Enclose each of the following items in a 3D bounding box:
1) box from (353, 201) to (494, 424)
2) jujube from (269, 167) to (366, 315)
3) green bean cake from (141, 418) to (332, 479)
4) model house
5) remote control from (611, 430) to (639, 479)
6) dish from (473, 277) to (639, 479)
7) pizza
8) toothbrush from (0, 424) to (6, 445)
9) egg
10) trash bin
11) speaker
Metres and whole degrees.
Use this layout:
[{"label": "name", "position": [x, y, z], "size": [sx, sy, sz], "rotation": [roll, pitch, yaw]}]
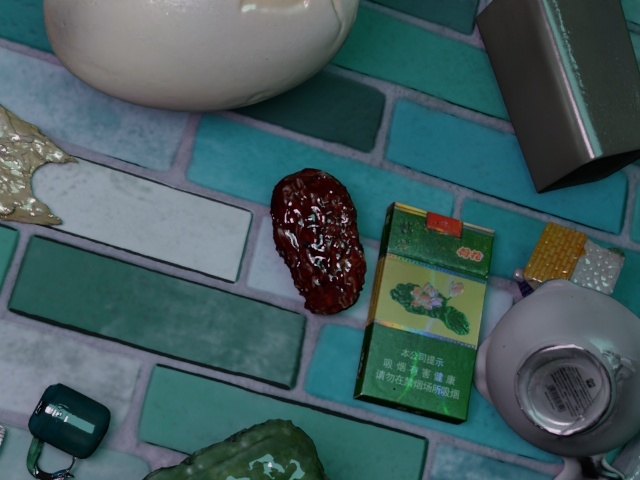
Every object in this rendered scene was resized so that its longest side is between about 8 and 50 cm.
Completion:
[{"label": "box", "position": [0.121, 0.082, 1.418], "size": [0.132, 0.034, 0.235], "rotation": [16, 70, -12]}, {"label": "jujube", "position": [0.003, -0.001, 1.376], "size": [0.104, 0.104, 0.165], "rotation": [-21, 86, -21]}, {"label": "green bean cake", "position": [-0.096, 0.360, 1.188], "size": [0.300, 0.169, 0.307], "rotation": [-24, 81, -18]}, {"label": "model house", "position": [0.283, 0.039, 1.446], "size": [0.100, 0.100, 0.087], "rotation": [28, 66, -4]}, {"label": "remote control", "position": [0.364, 0.315, 1.417], "size": [0.104, 0.052, 0.247], "rotation": [39, 70, -2]}, {"label": "dish", "position": [0.275, 0.168, 1.362], "size": [0.224, 0.078, 0.246], "rotation": [-9, 97, 20]}, {"label": "pizza", "position": [-0.385, -0.094, 1.316], "size": [0.262, 0.034, 0.181], "rotation": [30, 67, -7]}, {"label": "toothbrush", "position": [-0.366, 0.309, 1.194], "size": [0.026, 0.024, 0.288], "rotation": [23, 61, -12]}, {"label": "egg", "position": [-0.126, -0.275, 1.315], "size": [0.345, 0.283, 0.283], "rotation": [-18, 80, -13]}, {"label": "trash bin", "position": [0.296, -0.195, 1.488], "size": [0.122, 0.164, 0.240], "rotation": [-12, 81, -19]}, {"label": "speaker", "position": [-0.264, 0.199, 1.264], "size": [0.075, 0.060, 0.094], "rotation": [29, 103, -7]}]
